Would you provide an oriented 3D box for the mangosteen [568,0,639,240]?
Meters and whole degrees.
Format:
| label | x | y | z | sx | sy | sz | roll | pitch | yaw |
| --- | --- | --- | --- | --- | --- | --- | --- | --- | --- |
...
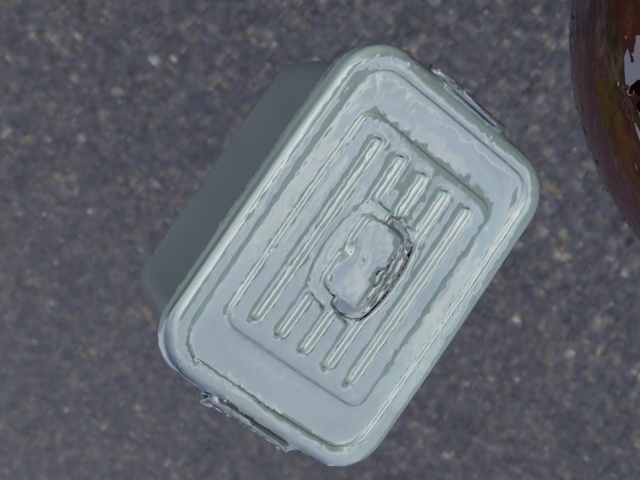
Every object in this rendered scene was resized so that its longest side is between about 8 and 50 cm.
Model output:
| label | x | y | z | sx | sy | sz | roll | pitch | yaw |
| --- | --- | --- | --- | --- | --- | --- | --- | --- | --- |
| mangosteen | 0.220 | -0.089 | 0.422 | 0.300 | 0.300 | 0.300 | 20 | 139 | 19 |

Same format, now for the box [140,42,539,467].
| label | x | y | z | sx | sy | sz | roll | pitch | yaw |
| --- | --- | --- | --- | --- | --- | --- | --- | --- | --- |
| box | 0.000 | 0.000 | 0.409 | 0.084 | 0.122 | 0.069 | 37 | 176 | -26 |
